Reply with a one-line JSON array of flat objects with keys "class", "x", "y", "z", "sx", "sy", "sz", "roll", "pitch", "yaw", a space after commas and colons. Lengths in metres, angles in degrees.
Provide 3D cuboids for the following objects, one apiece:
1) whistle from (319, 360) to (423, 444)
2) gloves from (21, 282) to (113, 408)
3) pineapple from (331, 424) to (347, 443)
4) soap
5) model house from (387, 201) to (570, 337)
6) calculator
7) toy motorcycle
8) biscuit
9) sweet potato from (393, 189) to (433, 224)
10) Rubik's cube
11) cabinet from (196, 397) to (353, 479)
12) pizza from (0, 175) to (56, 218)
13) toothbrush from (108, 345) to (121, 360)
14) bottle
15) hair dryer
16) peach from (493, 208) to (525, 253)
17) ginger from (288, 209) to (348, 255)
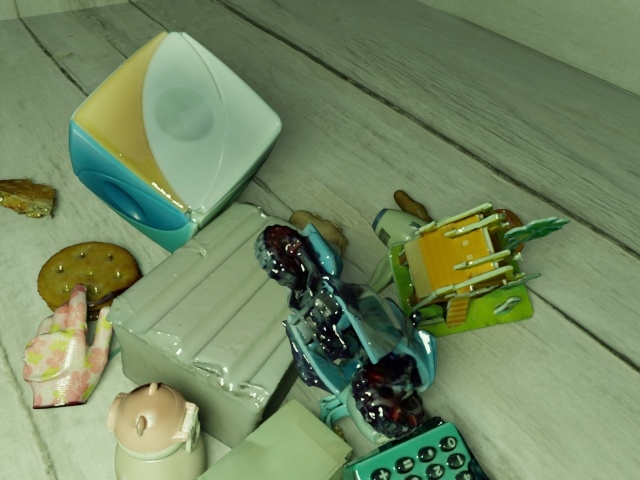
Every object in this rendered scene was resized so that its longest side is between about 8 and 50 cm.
[{"class": "whistle", "x": 0.082, "y": 0.286, "z": 1.026, "sx": 0.186, "sy": 0.093, "sz": 0.274, "roll": -11, "pitch": 14, "yaw": -7}, {"class": "gloves", "x": -0.485, "y": 0.193, "z": 1.075, "sx": 0.145, "sy": 0.126, "sz": 0.242, "roll": -12, "pitch": 71, "yaw": 17}, {"class": "pineapple", "x": 0.021, "y": 0.367, "z": 1.050, "sx": 0.083, "sy": 0.019, "sz": 0.045, "roll": 35, "pitch": 54, "yaw": 28}, {"class": "soap", "x": -0.155, "y": 0.145, "z": 1.132, "sx": 0.350, "sy": 0.213, "sz": 0.435, "roll": 22, "pitch": 43, "yaw": 17}, {"class": "model house", "x": 0.372, "y": 0.055, "z": 1.199, "sx": 0.357, "sy": 0.313, "sz": 0.243, "roll": -6, "pitch": 74, "yaw": -16}, {"class": "calculator", "x": 0.182, "y": 0.430, "z": 0.869, "sx": 0.248, "sy": 0.058, "sz": 0.274, "roll": -8, "pitch": 66, "yaw": -35}, {"class": "toy motorcycle", "x": 0.054, "y": 0.136, "z": 0.964, "sx": 0.232, "sy": 0.172, "sz": 0.416, "roll": -10, "pitch": 56, "yaw": -53}, {"class": "biscuit", "x": -0.515, "y": 0.088, "z": 1.263, "sx": 0.220, "sy": 0.066, "sz": 0.221, "roll": 4, "pitch": 41, "yaw": -4}, {"class": "sweet potato", "x": 0.264, "y": -0.077, "z": 1.565, "sx": 0.067, "sy": 0.067, "sz": 0.274, "roll": -8, "pitch": 38, "yaw": -17}, {"class": "Rubik's cube", "x": -0.334, "y": -0.211, "z": 1.299, "sx": 0.352, "sy": 0.351, "sz": 0.347, "roll": 39, "pitch": 65, "yaw": -3}, {"class": "cabinet", "x": -0.068, "y": 0.399, "z": 0.904, "sx": 0.150, "sy": 0.145, "sz": 0.206, "roll": 34, "pitch": 47, "yaw": 29}, {"class": "pizza", "x": -0.765, "y": -0.105, "z": 1.459, "sx": 0.226, "sy": 0.069, "sz": 0.147, "roll": 17, "pitch": 20, "yaw": 7}, {"class": "toothbrush", "x": -0.407, "y": 0.220, "z": 1.167, "sx": 0.014, "sy": 0.011, "sz": 0.167, "roll": 30, "pitch": 46, "yaw": 17}, {"class": "bottle", "x": -0.262, "y": 0.320, "z": 0.898, "sx": 0.147, "sy": 0.237, "sz": 0.148, "roll": 3, "pitch": 41, "yaw": -3}, {"class": "hair dryer", "x": 0.249, "y": 0.074, "z": 1.382, "sx": 0.295, "sy": 0.119, "sz": 0.298, "roll": 16, "pitch": 57, "yaw": 5}, {"class": "peach", "x": 0.465, "y": -0.017, "z": 1.470, "sx": 0.137, "sy": 0.138, "sz": 0.138, "roll": 4, "pitch": 41, "yaw": -3}, {"class": "ginger", "x": 0.003, "y": -0.003, "z": 1.433, "sx": 0.137, "sy": 0.074, "sz": 0.213, "roll": -31, "pitch": 48, "yaw": -24}]
